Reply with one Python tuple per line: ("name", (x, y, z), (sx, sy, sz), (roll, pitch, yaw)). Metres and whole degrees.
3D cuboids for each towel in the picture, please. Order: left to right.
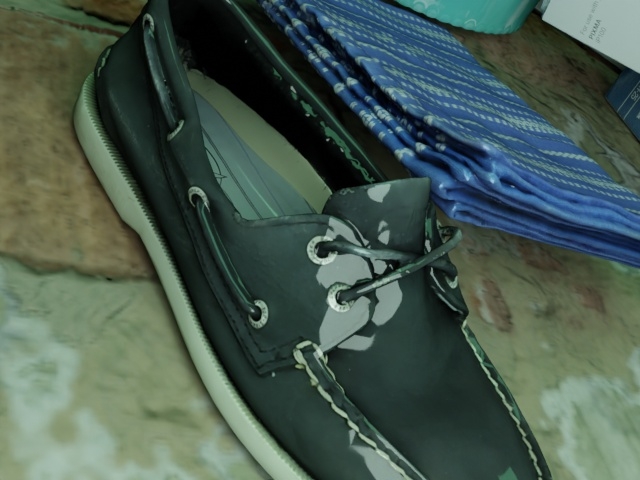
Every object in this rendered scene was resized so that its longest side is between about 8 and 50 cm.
("towel", (0.085, -0.099, 0.624), (0.243, 0.040, 0.336), (14, 29, -38))

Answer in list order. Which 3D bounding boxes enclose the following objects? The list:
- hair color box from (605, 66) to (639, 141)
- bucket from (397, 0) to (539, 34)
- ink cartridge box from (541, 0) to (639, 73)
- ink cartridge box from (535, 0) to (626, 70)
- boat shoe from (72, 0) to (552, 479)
("hair color box", (0.405, -0.037, 0.795), (0.174, 0.105, 0.347), (4, 44, -31))
("bucket", (0.115, -0.319, 0.836), (0.281, 0.183, 0.281), (19, 32, -13))
("ink cartridge box", (0.346, -0.183, 0.739), (0.283, 0.117, 0.207), (35, 48, 18))
("ink cartridge box", (0.319, -0.276, 0.939), (0.234, 0.193, 0.088), (38, 36, 10))
("boat shoe", (0.003, -0.001, 0.447), (0.127, 0.113, 0.340), (-6, 50, -42))
